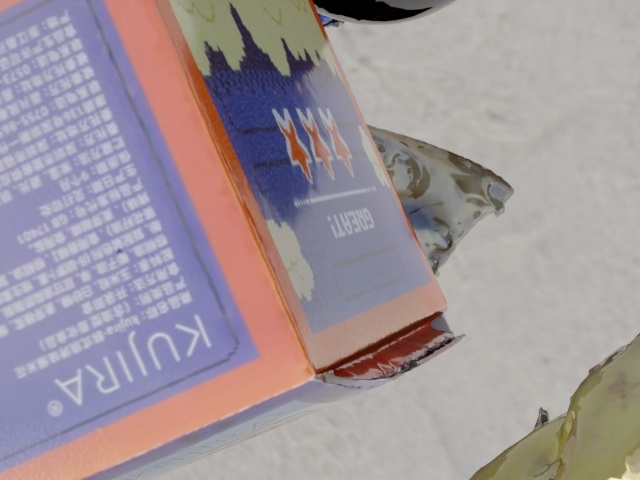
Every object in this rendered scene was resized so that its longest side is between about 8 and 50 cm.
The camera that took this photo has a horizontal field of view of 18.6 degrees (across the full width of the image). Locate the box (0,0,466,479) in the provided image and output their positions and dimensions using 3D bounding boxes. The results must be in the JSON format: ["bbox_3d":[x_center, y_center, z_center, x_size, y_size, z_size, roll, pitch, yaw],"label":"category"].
[{"bbox_3d":[-0.152,0.019,1.068,0.349,0.318,0.257,-24,86,14],"label":"box"}]

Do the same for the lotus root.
[{"bbox_3d":[0.000,0.000,1.350,0.170,0.074,0.260,44,63,-6],"label":"lotus root"}]

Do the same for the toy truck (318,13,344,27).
[{"bbox_3d":[-0.094,-0.241,1.738,0.177,0.161,0.213,-17,96,-32],"label":"toy truck"}]

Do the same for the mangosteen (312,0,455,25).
[{"bbox_3d":[0.035,-0.225,1.251,0.200,0.200,0.200,-2,98,-15],"label":"mangosteen"}]

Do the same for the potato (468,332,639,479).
[{"bbox_3d":[0.115,0.117,0.576,0.165,0.262,0.165,-3,59,4],"label":"potato"}]
